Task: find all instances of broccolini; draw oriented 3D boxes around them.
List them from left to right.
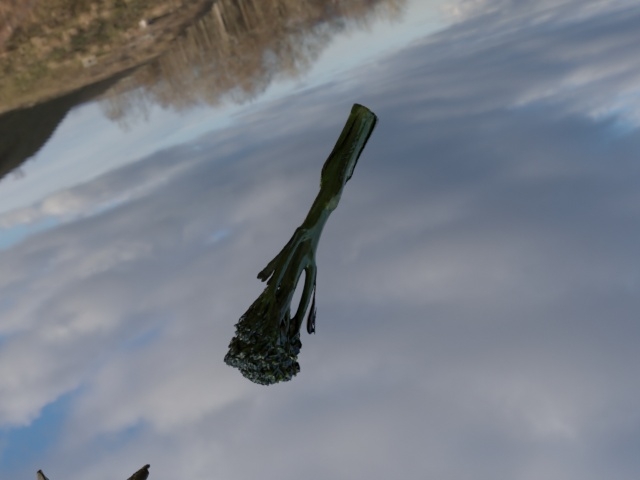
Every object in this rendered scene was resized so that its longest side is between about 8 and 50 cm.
[{"bbox_3d":[0.000,0.000,0.377,0.140,0.035,0.030,-64,180,-20],"label":"broccolini"}]

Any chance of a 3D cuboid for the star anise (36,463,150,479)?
[{"bbox_3d":[-0.205,0.277,0.723,0.195,0.182,0.065,-3,-165,-1],"label":"star anise"}]
